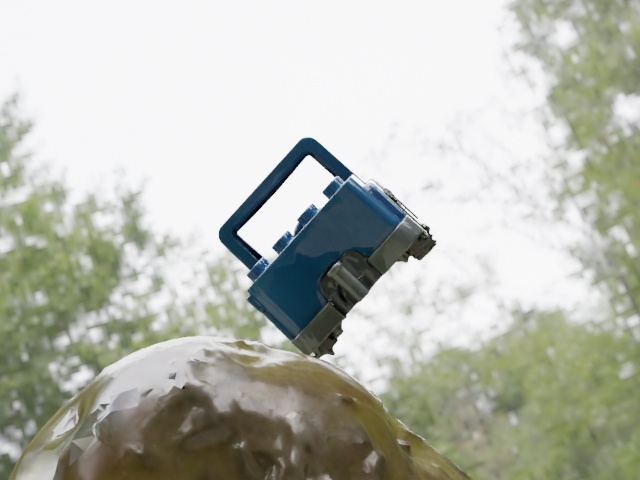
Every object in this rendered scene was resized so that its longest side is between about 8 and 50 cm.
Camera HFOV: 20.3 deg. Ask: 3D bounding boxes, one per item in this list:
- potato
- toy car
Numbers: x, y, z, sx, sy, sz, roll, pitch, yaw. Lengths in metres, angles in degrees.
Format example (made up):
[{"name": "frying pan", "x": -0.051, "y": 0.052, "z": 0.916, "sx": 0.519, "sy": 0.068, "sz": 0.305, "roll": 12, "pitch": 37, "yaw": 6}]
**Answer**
[{"name": "potato", "x": -0.014, "y": 0.159, "z": 0.709, "sx": 0.229, "sy": 0.229, "sz": 0.266, "roll": -28, "pitch": -54, "yaw": 12}, {"name": "toy car", "x": 0.000, "y": 0.000, "z": 1.049, "sx": 0.097, "sy": 0.100, "sz": 0.191, "roll": -47, "pitch": 0, "yaw": 4}]
